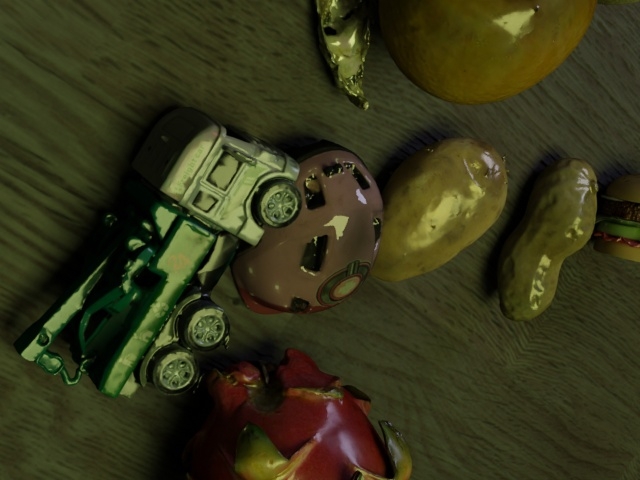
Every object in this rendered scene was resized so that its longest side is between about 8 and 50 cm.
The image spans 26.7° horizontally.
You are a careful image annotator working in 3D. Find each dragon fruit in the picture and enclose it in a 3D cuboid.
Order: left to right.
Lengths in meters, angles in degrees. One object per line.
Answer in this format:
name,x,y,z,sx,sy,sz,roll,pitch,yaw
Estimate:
dragon fruit,-0.041,0.276,1.741,0.305,0.305,0.225,-15,116,-34

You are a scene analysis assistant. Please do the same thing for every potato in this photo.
potato,0.152,-0.041,1.836,0.161,0.128,0.234,28,95,-30

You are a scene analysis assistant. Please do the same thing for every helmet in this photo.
helmet,0.000,0.000,1.708,0.198,0.154,0.253,-21,121,-32

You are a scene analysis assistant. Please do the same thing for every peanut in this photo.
peanut,0.336,0.000,2.021,0.101,0.117,0.263,23,101,-24

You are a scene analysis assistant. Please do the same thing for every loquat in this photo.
loquat,0.190,-0.299,1.619,0.275,0.275,0.274,-20,126,-31

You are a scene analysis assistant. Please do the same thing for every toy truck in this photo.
toy truck,-0.181,0.023,1.554,0.178,0.176,0.363,34,91,-34

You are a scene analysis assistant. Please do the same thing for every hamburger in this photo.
hamburger,0.509,-0.036,2.118,0.175,0.175,0.136,2,99,-41

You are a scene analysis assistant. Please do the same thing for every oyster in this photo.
oyster,0.022,-0.264,1.652,0.106,0.061,0.199,3,110,-22

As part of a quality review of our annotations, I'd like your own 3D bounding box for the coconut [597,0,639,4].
coconut,0.379,-0.442,1.709,0.237,0.237,0.265,-32,134,-23
